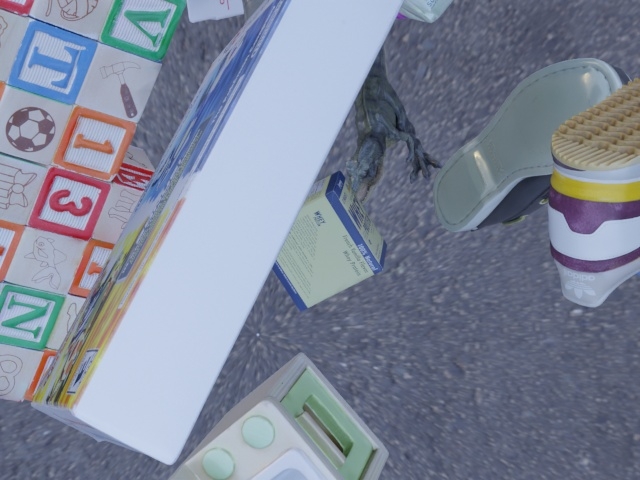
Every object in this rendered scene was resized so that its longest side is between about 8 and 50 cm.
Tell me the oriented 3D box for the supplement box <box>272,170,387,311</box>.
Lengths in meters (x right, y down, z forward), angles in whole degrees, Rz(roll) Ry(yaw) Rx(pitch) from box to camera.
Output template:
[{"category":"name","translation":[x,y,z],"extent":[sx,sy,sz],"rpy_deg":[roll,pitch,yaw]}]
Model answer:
[{"category":"supplement box","translation":[0.000,0.000,0.957],"extent":[0.083,0.056,0.083],"rpy_deg":[-28,106,17]}]

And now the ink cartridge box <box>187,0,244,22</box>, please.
[{"category":"ink cartridge box","translation":[-0.112,-0.346,1.437],"extent":[0.180,0.060,0.104],"rpy_deg":[-19,114,-33]}]

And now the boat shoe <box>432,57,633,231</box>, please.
[{"category":"boat shoe","translation":[0.179,-0.076,0.905],"extent":[0.069,0.228,0.081],"rpy_deg":[-3,68,-31]}]

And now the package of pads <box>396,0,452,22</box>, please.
[{"category":"package of pads","translation":[0.072,-0.300,0.931],"extent":[0.101,0.296,0.229],"rpy_deg":[38,87,-24]}]

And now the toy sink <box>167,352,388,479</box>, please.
[{"category":"toy sink","translation":[-0.038,0.234,1.130],"extent":[0.131,0.234,0.153],"rpy_deg":[-41,89,19]}]

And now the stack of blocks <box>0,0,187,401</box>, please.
[{"category":"stack of blocks","translation":[-0.191,-0.047,0.730],"extent":[0.171,0.087,0.297],"rpy_deg":[15,109,-30]}]

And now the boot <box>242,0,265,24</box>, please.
[{"category":"boot","translation":[-0.083,-0.283,1.260],"extent":[0.161,0.083,0.246],"rpy_deg":[41,54,-7]}]

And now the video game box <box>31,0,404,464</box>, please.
[{"category":"video game box","translation":[-0.052,-0.010,0.484],"extent":[0.048,0.187,0.205],"rpy_deg":[29,74,-11]}]

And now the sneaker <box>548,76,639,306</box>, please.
[{"category":"sneaker","translation":[0.169,-0.030,0.559],"extent":[0.185,0.069,0.084],"rpy_deg":[-23,122,-41]}]

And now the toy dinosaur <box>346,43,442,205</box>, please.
[{"category":"toy dinosaur","translation":[0.063,-0.125,1.101],"extent":[0.064,0.118,0.268],"rpy_deg":[-22,46,22]}]
